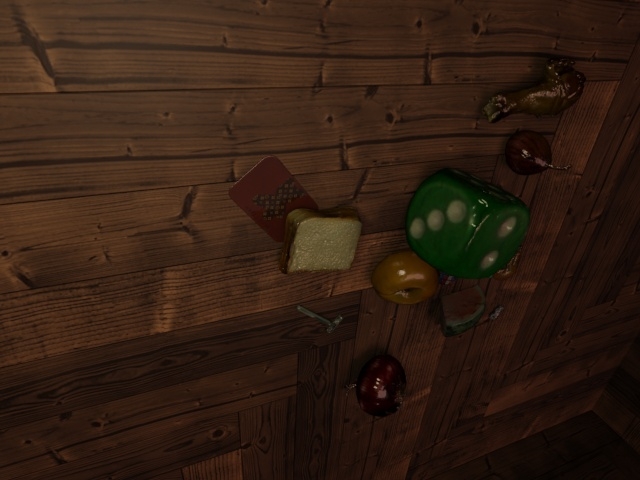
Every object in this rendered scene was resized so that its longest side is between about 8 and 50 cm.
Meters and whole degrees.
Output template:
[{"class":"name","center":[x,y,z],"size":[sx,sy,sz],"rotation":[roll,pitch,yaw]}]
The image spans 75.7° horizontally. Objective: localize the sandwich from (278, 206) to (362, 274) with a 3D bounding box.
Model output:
[{"class":"sandwich","center":[0.000,0.000,1.328],"size":[0.251,0.087,0.226],"rotation":[-4,124,-27]}]

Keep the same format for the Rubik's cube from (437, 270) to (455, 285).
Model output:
[{"class":"Rubik's cube","center":[0.481,0.113,1.627],"size":[0.092,0.092,0.092],"rotation":[9,116,-29]}]

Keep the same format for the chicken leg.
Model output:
[{"class":"chicken leg","center":[0.715,-0.486,1.330],"size":[0.362,0.140,0.211],"rotation":[-12,133,-23]}]

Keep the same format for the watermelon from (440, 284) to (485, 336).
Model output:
[{"class":"watermelon","center":[0.607,0.306,1.779],"size":[0.260,0.256,0.175],"rotation":[-14,81,-8]}]

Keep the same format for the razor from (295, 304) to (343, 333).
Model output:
[{"class":"razor","center":[-0.009,0.289,1.540],"size":[0.211,0.036,0.084],"rotation":[31,101,-37]}]

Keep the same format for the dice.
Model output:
[{"class":"dice","center":[0.491,-0.058,1.396],"size":[0.287,0.297,0.299],"rotation":[5,117,-30]}]

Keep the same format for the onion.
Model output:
[{"class":"onion","center":[0.239,0.621,1.787],"size":[0.273,0.285,0.272],"rotation":[-6,97,-54]}]

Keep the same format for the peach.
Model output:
[{"class":"peach","center":[0.311,0.141,1.516],"size":[0.252,0.153,0.251],"rotation":[3,139,3]}]

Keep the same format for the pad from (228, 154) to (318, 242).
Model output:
[{"class":"pad","center":[-0.134,-0.117,1.243],"size":[0.181,0.004,0.267],"rotation":[-41,129,3]}]

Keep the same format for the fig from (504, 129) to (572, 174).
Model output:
[{"class":"fig","center":[0.744,-0.290,1.457],"size":[0.148,0.201,0.149],"rotation":[-23,164,5]}]

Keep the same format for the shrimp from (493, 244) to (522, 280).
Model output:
[{"class":"shrimp","center":[0.824,0.093,1.808],"size":[0.115,0.051,0.217],"rotation":[-5,124,-20]}]

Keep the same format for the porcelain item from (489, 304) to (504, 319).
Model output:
[{"class":"porcelain item","center":[0.852,0.350,1.998],"size":[0.036,0.028,0.083],"rotation":[37,102,-20]}]
